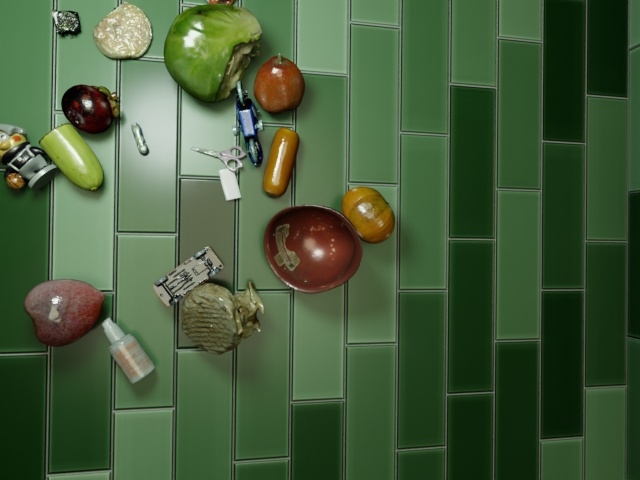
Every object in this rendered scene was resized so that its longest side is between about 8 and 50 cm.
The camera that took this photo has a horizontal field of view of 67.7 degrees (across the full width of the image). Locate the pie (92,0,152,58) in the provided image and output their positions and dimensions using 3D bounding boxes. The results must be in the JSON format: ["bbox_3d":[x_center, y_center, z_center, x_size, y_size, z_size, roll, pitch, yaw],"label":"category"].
[{"bbox_3d":[-0.728,-0.769,1.779,0.185,0.052,0.218,44,80,-6],"label":"pie"}]

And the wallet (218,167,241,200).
[{"bbox_3d":[-0.354,-0.220,1.859,0.061,0.025,0.122,-15,92,-9],"label":"wallet"}]

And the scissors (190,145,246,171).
[{"bbox_3d":[-0.399,-0.335,1.848,0.213,0.021,0.110,14,70,-7],"label":"scissors"}]

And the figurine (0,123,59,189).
[{"bbox_3d":[-1.064,-0.291,1.673,0.176,0.133,0.236,-45,101,-10],"label":"figurine"}]

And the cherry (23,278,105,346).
[{"bbox_3d":[-0.893,0.242,1.674,0.240,0.206,0.239,17,62,-37],"label":"cherry"}]

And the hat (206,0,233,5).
[{"bbox_3d":[-0.422,-0.962,1.834,0.162,0.093,0.112,39,72,10],"label":"hat"}]

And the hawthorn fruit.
[{"bbox_3d":[-0.158,-0.601,1.792,0.200,0.251,0.199,1,60,-2],"label":"hawthorn fruit"}]

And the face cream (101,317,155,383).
[{"bbox_3d":[-0.717,0.395,1.747,0.101,0.101,0.251,-34,96,-9],"label":"face cream"}]

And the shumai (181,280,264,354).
[{"bbox_3d":[-0.352,0.263,1.792,0.262,0.314,0.266,-31,95,-54],"label":"shumai"}]

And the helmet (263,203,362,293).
[{"bbox_3d":[0.000,0.000,1.801,0.386,0.230,0.337,-15,102,24],"label":"helmet"}]

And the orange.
[{"bbox_3d":[0.189,-0.103,1.857,0.171,0.240,0.240,-37,96,8],"label":"orange"}]

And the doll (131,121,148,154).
[{"bbox_3d":[-0.681,-0.383,1.797,0.037,0.027,0.125,-19,93,-3],"label":"doll"}]

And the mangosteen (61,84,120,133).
[{"bbox_3d":[-0.816,-0.480,1.712,0.200,0.200,0.199,0,90,-11],"label":"mangosteen"}]

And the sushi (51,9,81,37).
[{"bbox_3d":[-0.922,-0.788,1.743,0.083,0.056,0.084,-10,90,-18],"label":"sushi"}]

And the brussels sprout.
[{"bbox_3d":[-0.394,-0.701,1.730,0.315,0.276,0.371,43,82,-11],"label":"brussels sprout"}]

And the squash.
[{"bbox_3d":[-0.870,-0.284,1.710,0.133,0.132,0.247,-37,100,-9],"label":"squash"}]

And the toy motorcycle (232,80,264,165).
[{"bbox_3d":[-0.271,-0.439,1.817,0.113,0.169,0.314,-11,102,-1],"label":"toy motorcycle"}]

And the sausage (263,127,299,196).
[{"bbox_3d":[-0.153,-0.305,1.861,0.106,0.105,0.273,15,86,-10],"label":"sausage"}]

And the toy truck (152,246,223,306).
[{"bbox_3d":[-0.493,0.134,1.786,0.253,0.114,0.107,-36,96,-11],"label":"toy truck"}]
